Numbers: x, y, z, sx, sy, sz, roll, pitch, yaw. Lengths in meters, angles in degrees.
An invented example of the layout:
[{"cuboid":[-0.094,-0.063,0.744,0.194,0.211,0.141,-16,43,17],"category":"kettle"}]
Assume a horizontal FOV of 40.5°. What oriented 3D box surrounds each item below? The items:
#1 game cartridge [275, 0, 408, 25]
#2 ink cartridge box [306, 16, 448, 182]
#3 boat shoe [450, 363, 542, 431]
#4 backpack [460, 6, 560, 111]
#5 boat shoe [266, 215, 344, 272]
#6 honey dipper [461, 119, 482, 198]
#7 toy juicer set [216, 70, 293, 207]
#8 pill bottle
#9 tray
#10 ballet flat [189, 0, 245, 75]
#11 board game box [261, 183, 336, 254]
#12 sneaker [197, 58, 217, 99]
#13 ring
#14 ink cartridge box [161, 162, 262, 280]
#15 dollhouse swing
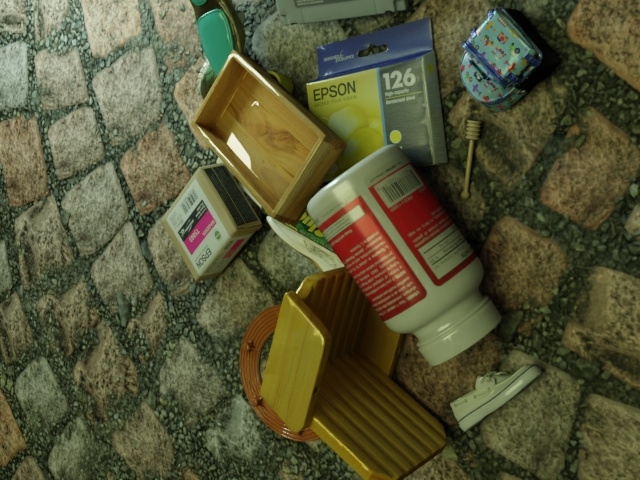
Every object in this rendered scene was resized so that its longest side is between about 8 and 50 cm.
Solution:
[{"cuboid":[0.032,-0.567,1.828,0.297,0.062,0.198,1,113,28],"category":"game cartridge"},{"cuboid":[0.110,-0.293,1.854,0.304,0.072,0.307,-6,94,37],"category":"ink cartridge box"},{"cuboid":[0.341,0.301,1.741,0.226,0.083,0.076,-46,70,32],"category":"boat shoe"},{"cuboid":[0.337,-0.335,1.650,0.173,0.117,0.158,-45,69,34],"category":"backpack"},{"cuboid":[0.000,0.000,1.958,0.277,0.098,0.096,37,102,22],"category":"boat shoe"},{"cuboid":[0.301,-0.162,1.750,0.030,0.030,0.160,14,105,35],"category":"honey dipper"},{"cuboid":[-0.190,-0.256,2.066,0.209,0.089,0.329,24,110,32],"category":"toy juicer set"},{"cuboid":[0.173,0.033,1.723,0.229,0.229,0.407,-36,87,34],"category":"pill bottle"},{"cuboid":[-0.123,-0.229,1.874,0.203,0.076,0.411,-57,47,16],"category":"tray"},{"cuboid":[-0.240,-0.544,2.010,0.123,0.123,0.348,-12,108,37],"category":"ballet flat"},{"cuboid":[0.007,-0.058,1.925,0.260,0.136,0.030,29,154,30],"category":"board game box"},{"cuboid":[-0.244,-0.411,2.106,0.076,0.065,0.166,33,115,25],"category":"sneaker"},{"cuboid":[-0.072,0.319,2.083,0.336,0.032,0.336,5,99,37],"category":"ring"},{"cuboid":[-0.272,-0.044,2.132,0.234,0.088,0.193,-47,67,40],"category":"ink cartridge box"},{"cuboid":[0.113,0.255,1.740,0.305,0.347,0.315,25,110,30],"category":"dollhouse swing"}]
